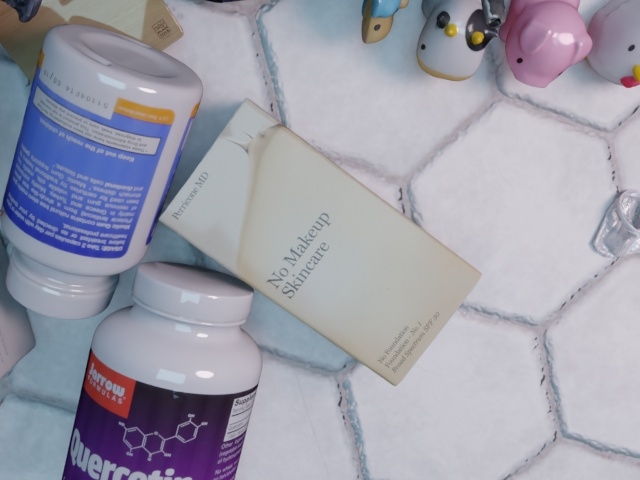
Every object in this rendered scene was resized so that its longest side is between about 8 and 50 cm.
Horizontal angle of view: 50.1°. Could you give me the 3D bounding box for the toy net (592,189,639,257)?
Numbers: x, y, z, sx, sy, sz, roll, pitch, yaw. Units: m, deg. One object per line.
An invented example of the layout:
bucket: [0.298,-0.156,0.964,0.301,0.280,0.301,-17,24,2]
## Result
toy net: [0.419,-0.068,0.805,0.232,0.045,0.122,-36,100,2]

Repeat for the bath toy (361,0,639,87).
bath toy: [0.223,-0.232,0.725,0.348,0.129,0.152,10,98,-6]

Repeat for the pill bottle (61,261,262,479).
pill bottle: [-0.169,0.194,0.733,0.181,0.181,0.323,13,97,-6]

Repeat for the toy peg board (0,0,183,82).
toy peg board: [-0.257,-0.247,0.724,0.161,0.079,0.161,-33,115,2]

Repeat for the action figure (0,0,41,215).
action figure: [-0.384,-0.169,0.593,0.341,0.178,0.331,3,107,37]

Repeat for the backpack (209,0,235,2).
backpack: [-0.036,-0.370,0.663,0.253,0.191,0.225,-15,99,-7]

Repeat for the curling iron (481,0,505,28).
curling iron: [0.175,-0.314,0.676,0.068,0.035,0.274,12,58,-3]

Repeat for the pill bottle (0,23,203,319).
pill bottle: [-0.231,-0.061,0.690,0.152,0.152,0.272,23,112,-7]

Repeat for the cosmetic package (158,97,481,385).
cosmetic package: [0.000,0.000,0.752,0.309,0.113,0.160,35,95,-9]

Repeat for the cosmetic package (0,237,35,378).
cosmetic package: [-0.412,0.084,0.697,0.151,0.184,0.151,-14,99,-3]
